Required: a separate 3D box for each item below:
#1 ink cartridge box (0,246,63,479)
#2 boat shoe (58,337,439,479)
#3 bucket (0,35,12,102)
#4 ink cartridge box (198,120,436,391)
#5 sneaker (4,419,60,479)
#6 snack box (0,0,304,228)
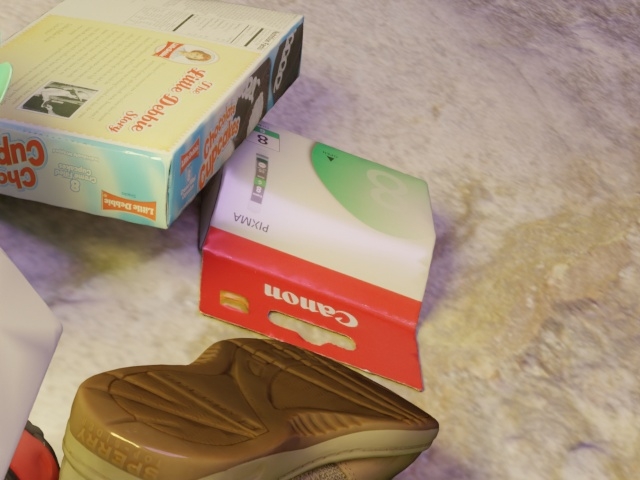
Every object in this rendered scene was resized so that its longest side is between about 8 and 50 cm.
[{"bbox_3d":[-0.251,0.102,0.534,0.121,0.289,0.211,54,20,-23],"label":"ink cartridge box"},{"bbox_3d":[-0.043,0.130,0.878,0.122,0.110,0.341,27,11,27],"label":"boat shoe"},{"bbox_3d":[-0.324,-0.064,0.863,0.281,0.183,0.281,22,30,-13],"label":"bucket"},{"bbox_3d":[0.000,0.000,1.176,0.181,0.056,0.224,20,28,-15],"label":"ink cartridge box"},{"bbox_3d":[-0.262,0.103,0.737,0.276,0.097,0.135,25,27,-9],"label":"sneaker"},{"bbox_3d":[-0.144,-0.114,1.168,0.187,0.060,0.322,12,27,12],"label":"snack box"}]
